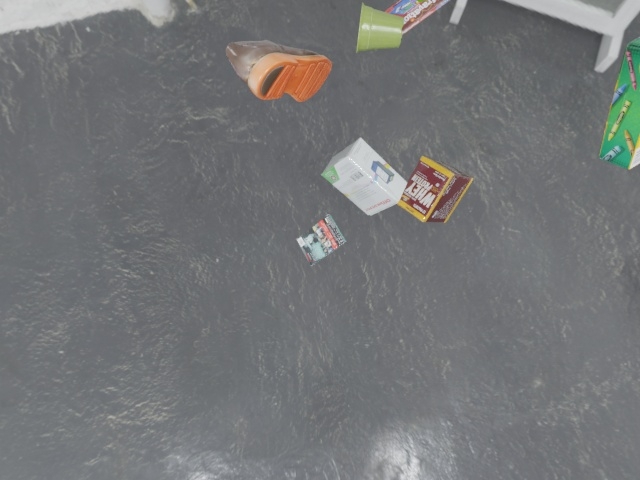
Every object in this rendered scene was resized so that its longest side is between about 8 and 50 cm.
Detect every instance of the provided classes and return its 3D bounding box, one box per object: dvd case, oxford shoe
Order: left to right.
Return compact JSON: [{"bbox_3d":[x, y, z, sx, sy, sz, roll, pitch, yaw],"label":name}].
[{"bbox_3d":[-0.084,-0.433,0.984,0.133,0.363,0.130,43,118,7],"label":"oxford shoe"},{"bbox_3d":[0.000,0.000,1.061,0.119,0.013,0.087,-37,72,20],"label":"dvd case"}]

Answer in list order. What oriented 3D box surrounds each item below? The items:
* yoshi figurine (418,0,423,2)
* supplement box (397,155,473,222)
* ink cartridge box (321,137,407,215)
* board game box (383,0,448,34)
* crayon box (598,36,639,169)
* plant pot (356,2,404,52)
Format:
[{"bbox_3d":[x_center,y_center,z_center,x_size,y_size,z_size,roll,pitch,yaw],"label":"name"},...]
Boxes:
[{"bbox_3d":[0.273,-0.737,1.000,0.362,0.203,0.203,22,81,45],"label":"yoshi figurine"},{"bbox_3d":[0.407,-0.177,1.427,0.129,0.194,0.191,42,117,32],"label":"supplement box"},{"bbox_3d":[0.135,-0.190,1.237,0.212,0.154,0.093,40,60,-17],"label":"ink cartridge box"},{"bbox_3d":[0.420,-1.009,1.709,0.281,0.027,0.145,-31,69,18],"label":"board game box"},{"bbox_3d":[0.731,-0.316,0.875,0.165,0.278,0.081,-30,43,-10],"label":"crayon box"},{"bbox_3d":[0.110,-0.387,0.740,0.079,0.083,0.083,8,76,2],"label":"plant pot"}]
